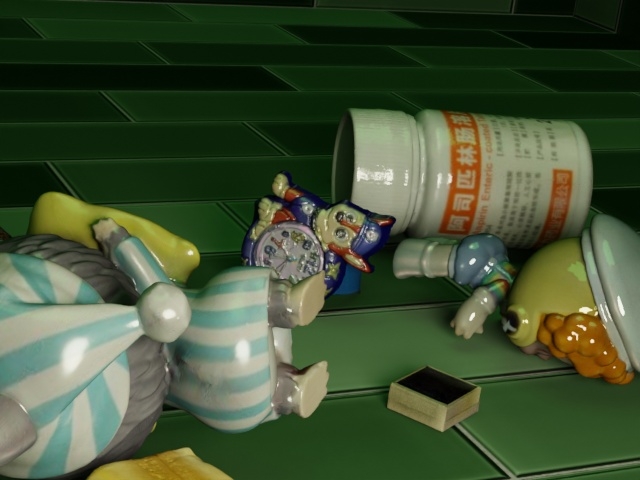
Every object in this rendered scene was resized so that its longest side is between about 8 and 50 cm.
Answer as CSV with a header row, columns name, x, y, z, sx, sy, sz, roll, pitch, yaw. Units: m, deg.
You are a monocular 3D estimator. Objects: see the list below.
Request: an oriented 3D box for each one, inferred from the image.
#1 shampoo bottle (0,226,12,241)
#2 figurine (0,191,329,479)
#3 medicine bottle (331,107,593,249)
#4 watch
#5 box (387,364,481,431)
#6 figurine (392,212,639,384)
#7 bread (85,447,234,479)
name,x,y,z,sx,sy,sz,roll,pitch,yaw
shampoo bottle,-0.440,0.022,1.759,0.118,0.076,0.314,-8,25,-34
figurine,-0.213,0.143,1.256,0.361,0.266,0.378,4,23,14
medicine bottle,0.213,-0.096,2.113,0.371,0.211,0.211,3,20,-11
watch,-0.009,0.004,1.866,0.196,0.171,0.200,22,11,7
box,0.133,0.181,1.580,0.079,0.035,0.083,20,24,32
figurine,0.267,0.050,1.746,0.381,0.205,0.224,14,9,20
bread,-0.123,0.256,1.212,0.134,0.085,0.173,-4,21,-36
